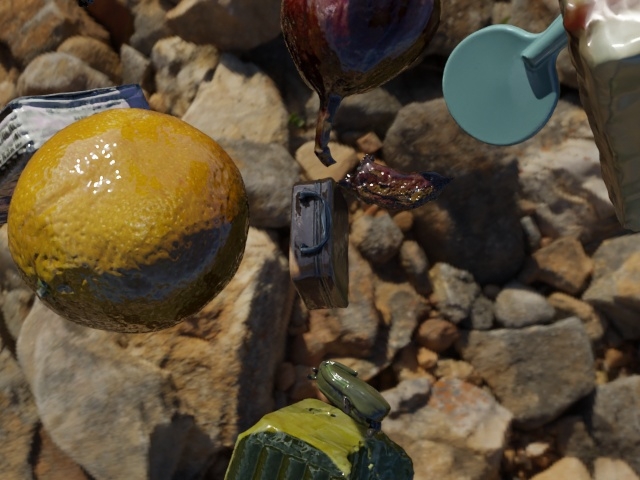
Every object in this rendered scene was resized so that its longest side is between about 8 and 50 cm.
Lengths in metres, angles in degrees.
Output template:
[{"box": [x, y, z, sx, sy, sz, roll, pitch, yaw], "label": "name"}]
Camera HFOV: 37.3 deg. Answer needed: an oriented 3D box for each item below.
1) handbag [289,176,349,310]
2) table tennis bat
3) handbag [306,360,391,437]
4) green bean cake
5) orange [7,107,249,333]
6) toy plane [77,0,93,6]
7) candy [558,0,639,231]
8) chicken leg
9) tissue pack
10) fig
[{"box": [0.000, 0.000, 1.484, 0.072, 0.151, 0.193, -5, 60, 14], "label": "handbag"}, {"box": [0.246, -0.212, 1.152, 0.038, 0.237, 0.149, -28, 79, -48], "label": "table tennis bat"}, {"box": [0.036, 0.186, 1.153, 0.111, 0.072, 0.047, 39, 97, 15], "label": "handbag"}, {"box": [0.007, 0.338, 1.395, 0.233, 0.236, 0.124, 23, 101, 24], "label": "green bean cake"}, {"box": [-0.210, -0.018, 1.044, 0.264, 0.264, 0.264, 6, 74, -22], "label": "orange"}, {"box": [-0.352, -0.550, 1.409, 0.106, 0.381, 0.155, 9, 42, -14], "label": "toy plane"}, {"box": [0.289, -0.136, 0.501, 0.179, 0.321, 0.135, 46, 31, -51], "label": "candy"}, {"box": [0.150, -0.112, 1.940, 0.234, 0.063, 0.105, 14, 92, 4], "label": "chicken leg"}, {"box": [-0.472, -0.135, 1.606, 0.259, 0.361, 0.122, -22, 85, -46], "label": "tissue pack"}, {"box": [0.023, -0.211, 0.950, 0.202, 0.148, 0.149, -43, 69, -11], "label": "fig"}]
